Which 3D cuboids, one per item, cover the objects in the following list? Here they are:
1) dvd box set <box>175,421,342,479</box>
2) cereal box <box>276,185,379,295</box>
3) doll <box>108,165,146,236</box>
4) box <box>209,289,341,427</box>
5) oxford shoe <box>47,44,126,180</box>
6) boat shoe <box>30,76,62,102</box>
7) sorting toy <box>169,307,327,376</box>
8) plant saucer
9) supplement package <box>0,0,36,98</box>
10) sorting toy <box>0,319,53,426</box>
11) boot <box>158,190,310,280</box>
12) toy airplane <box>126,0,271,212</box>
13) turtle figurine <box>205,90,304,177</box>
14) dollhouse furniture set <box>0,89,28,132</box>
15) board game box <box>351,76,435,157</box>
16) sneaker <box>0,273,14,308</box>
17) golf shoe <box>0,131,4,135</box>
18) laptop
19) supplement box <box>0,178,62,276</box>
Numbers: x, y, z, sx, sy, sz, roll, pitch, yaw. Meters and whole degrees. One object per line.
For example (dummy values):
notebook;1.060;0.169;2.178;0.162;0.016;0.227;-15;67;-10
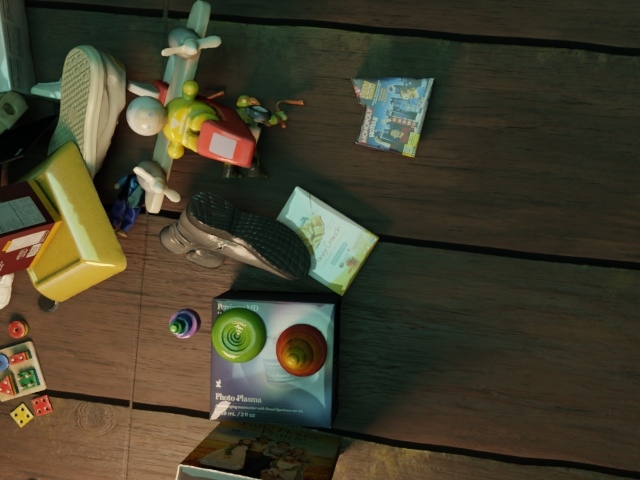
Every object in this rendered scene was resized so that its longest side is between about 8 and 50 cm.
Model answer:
dvd box set;-0.119;0.497;1.691;0.307;0.420;0.062;9;91;7
cereal box;0.000;0.000;1.832;0.240;0.047;0.173;32;97;4
doll;-0.472;-0.105;1.885;0.129;0.046;0.189;23;90;14
box;-0.105;0.276;1.797;0.296;0.183;0.294;1;92;7
oxford shoe;-0.562;-0.257;1.813;0.169;0.130;0.449;36;122;25
boat shoe;-0.609;-0.383;1.875;0.227;0.079;0.081;5;88;1
sorting toy;-0.170;0.224;1.649;0.365;0.126;0.127;13;94;7
plant saucer;-0.651;-0.029;1.817;0.332;0.081;0.333;-23;91;38
supplement package;-0.846;-0.479;1.858;0.203;0.145;0.262;-7;92;6
sorting toy;-0.800;0.354;1.954;0.132;0.046;0.275;-16;92;8
boot;-0.204;0.016;1.802;0.338;0.222;0.118;32;55;-14
toy airplane;-0.332;-0.294;1.698;0.384;0.272;0.386;-22;81;39
turtle figurine;-0.174;-0.261;1.818;0.269;0.087;0.218;1;94;7
dollhouse furniture set;-0.829;-0.316;1.792;0.181;0.101;0.161;-24;121;34
board game box;0.157;-0.314;1.788;0.194;0.060;0.194;15;95;7
sneaker;-0.937;0.119;1.900;0.292;0.110;0.118;4;109;-14
golf shoe;-0.859;-0.205;1.908;0.069;0.086;0.176;22;97;3
laptop;-0.749;-0.159;1.795;0.136;0.234;0.264;15;121;-7
supplement box;-0.738;-0.016;1.708;0.129;0.194;0.191;53;127;11
